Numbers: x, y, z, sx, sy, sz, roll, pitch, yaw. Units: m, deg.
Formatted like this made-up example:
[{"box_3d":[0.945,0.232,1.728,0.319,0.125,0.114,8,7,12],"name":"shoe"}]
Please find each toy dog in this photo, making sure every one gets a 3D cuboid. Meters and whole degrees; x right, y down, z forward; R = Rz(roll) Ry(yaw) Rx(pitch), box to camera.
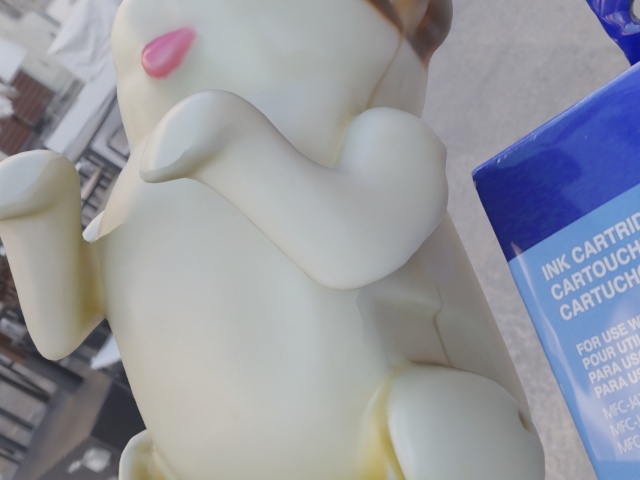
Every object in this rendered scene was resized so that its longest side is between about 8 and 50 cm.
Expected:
[{"box_3d":[0.000,0.000,0.607,0.285,0.395,0.407,-20,77,44],"name":"toy dog"}]

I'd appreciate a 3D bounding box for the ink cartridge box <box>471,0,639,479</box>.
[{"box_3d":[0.246,0.027,0.433,0.270,0.151,0.395,-36,65,40],"name":"ink cartridge box"}]
